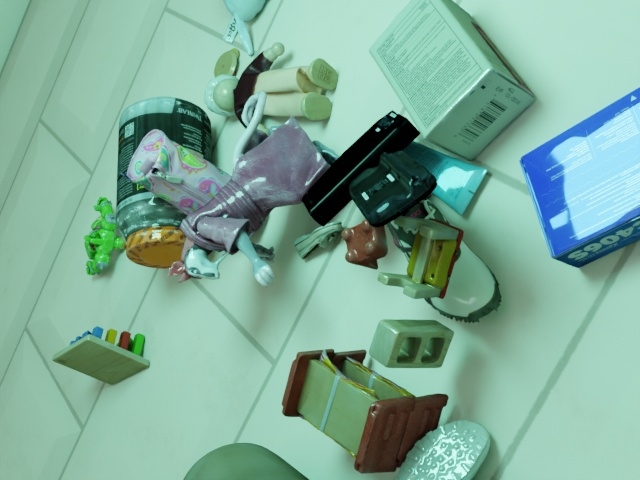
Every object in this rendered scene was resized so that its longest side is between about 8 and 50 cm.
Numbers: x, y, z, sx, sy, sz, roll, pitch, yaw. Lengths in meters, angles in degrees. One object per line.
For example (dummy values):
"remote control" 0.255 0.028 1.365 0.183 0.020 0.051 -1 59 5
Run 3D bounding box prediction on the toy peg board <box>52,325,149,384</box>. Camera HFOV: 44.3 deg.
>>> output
"toy peg board" -0.497 0.248 1.804 0.161 0.161 0.079 -29 42 37

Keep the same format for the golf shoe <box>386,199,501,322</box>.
"golf shoe" 0.166 0.011 1.190 0.105 0.120 0.273 -36 51 1

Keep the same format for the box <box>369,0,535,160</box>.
"box" 0.204 -0.266 1.249 0.148 0.127 0.232 -46 48 27

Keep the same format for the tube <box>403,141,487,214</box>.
"tube" 0.177 -0.119 1.290 0.207 0.052 0.080 36 108 43

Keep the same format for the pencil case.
"pencil case" -0.243 -0.101 1.548 0.124 0.284 0.124 -31 41 32

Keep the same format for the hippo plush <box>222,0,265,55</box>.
"hippo plush" -0.227 -0.615 1.735 0.234 0.237 0.294 41 107 45

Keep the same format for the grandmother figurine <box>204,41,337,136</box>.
"grandmother figurine" -0.118 -0.311 1.627 0.343 0.104 0.207 4 72 44

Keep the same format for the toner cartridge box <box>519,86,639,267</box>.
"toner cartridge box" 0.435 -0.112 0.994 0.348 0.075 0.165 -32 57 36

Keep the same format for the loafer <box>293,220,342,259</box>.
"loafer" 0.000 0.000 1.445 0.125 0.045 0.039 -26 76 46

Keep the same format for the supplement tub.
"supplement tub" -0.338 -0.123 1.712 0.207 0.207 0.337 -24 60 40

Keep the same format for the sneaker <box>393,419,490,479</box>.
"sneaker" 0.161 0.360 1.126 0.235 0.095 0.090 -48 40 -2

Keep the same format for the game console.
"game console" 0.075 -0.088 1.170 0.213 0.044 0.361 -44 17 6

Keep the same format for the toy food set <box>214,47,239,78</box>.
"toy food set" -0.218 -0.400 1.815 0.083 0.020 0.083 -25 61 40

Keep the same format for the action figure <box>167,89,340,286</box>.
"action figure" -0.143 -0.070 1.410 0.370 0.275 0.248 -41 9 -14

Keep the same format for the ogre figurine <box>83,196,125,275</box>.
"ogre figurine" -0.552 -0.001 1.982 0.197 0.097 0.118 -61 31 -4

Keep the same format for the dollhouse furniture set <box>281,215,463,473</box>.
"dollhouse furniture set" 0.096 0.136 1.174 0.201 0.152 0.373 27 105 47

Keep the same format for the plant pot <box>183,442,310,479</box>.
"plant pot" -0.102 0.470 1.232 0.323 0.323 0.280 -64 26 10
